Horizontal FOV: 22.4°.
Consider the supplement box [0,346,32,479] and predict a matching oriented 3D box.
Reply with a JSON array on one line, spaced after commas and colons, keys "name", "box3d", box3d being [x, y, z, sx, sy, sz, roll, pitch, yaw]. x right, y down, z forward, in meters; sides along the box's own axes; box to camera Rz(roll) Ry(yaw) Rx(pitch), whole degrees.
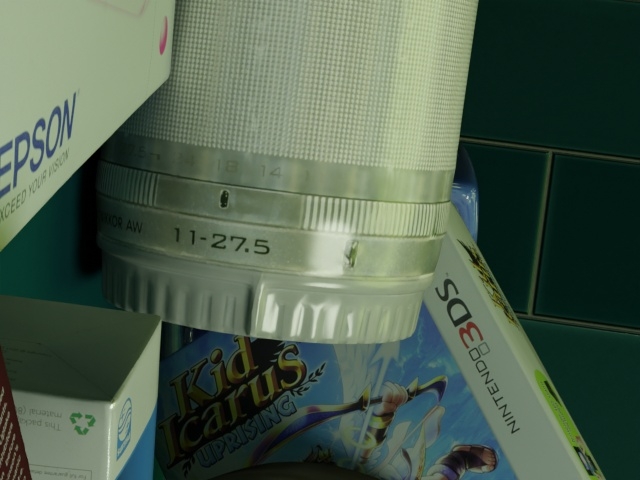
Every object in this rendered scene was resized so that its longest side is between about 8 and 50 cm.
[{"name": "supplement box", "box3d": [-0.150, 0.087, 0.453, 0.239, 0.130, 0.073, 92, 8, -50]}]

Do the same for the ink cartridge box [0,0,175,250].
[{"name": "ink cartridge box", "box3d": [-0.118, -0.192, 0.701, 0.324, 0.071, 0.330, -66, 164, -68]}]

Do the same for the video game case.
[{"name": "video game case", "box3d": [0.025, 0.138, 1.097, 0.061, 0.269, 0.244, 25, 34, -62]}]

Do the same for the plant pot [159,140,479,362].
[{"name": "plant pot", "box3d": [0.000, 0.000, 1.293, 0.212, 0.236, 0.236, -83, 176, -59]}]

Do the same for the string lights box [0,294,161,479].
[{"name": "string lights box", "box3d": [-0.138, 0.152, 0.619, 0.077, 0.133, 0.259, -69, 166, -67]}]

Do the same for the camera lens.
[{"name": "camera lens", "box3d": [-0.021, -0.090, 0.993, 0.219, 0.219, 0.274, -37, 134, -81]}]

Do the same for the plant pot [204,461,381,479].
[{"name": "plant pot", "box3d": [-0.063, 0.300, 0.923, 0.280, 0.323, 0.323, 6, 92, -68]}]
